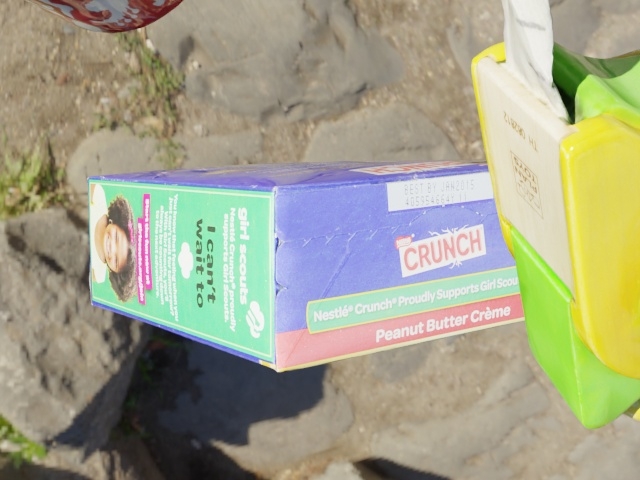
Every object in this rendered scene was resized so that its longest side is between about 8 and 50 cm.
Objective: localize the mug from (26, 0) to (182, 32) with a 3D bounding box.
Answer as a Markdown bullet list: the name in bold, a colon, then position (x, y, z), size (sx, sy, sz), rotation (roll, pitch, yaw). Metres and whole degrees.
- **mug**: position (-0.127, -0.146, 0.364), size (0.169, 0.150, 0.113), rotation (21, 81, -67)

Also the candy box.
- **candy box**: position (0.000, 0.000, 0.805), size (0.268, 0.317, 0.122), rotation (-6, 96, -32)

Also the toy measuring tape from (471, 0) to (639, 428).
- **toy measuring tape**: position (0.111, -0.054, 0.326), size (0.121, 0.121, 0.330), rotation (-19, 132, 0)
